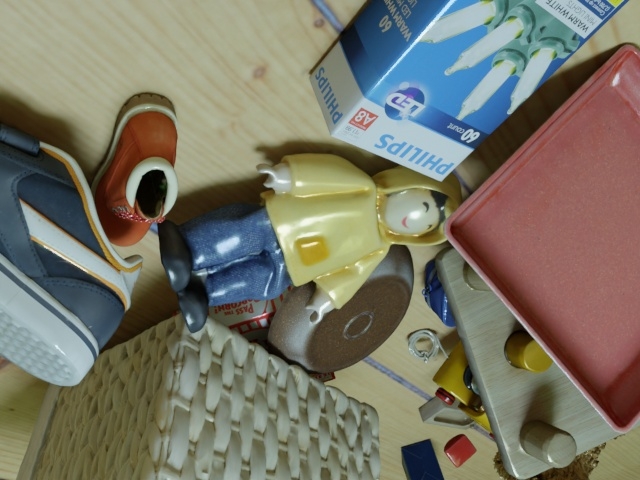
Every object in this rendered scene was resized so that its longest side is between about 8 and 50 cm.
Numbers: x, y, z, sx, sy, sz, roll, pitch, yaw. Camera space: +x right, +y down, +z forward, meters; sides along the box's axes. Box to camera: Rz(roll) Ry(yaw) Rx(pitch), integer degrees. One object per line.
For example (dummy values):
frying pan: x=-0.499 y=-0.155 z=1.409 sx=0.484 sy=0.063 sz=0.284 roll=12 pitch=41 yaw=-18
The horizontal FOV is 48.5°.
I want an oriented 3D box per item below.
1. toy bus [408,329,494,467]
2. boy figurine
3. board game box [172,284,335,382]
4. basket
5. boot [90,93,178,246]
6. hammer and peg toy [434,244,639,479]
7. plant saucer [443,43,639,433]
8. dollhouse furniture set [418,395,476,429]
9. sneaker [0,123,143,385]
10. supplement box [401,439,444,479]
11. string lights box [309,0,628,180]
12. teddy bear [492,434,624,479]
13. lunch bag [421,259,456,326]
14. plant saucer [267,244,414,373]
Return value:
toy bus: x=0.236 y=0.203 z=0.930 sx=0.202 sy=0.190 sz=0.104 roll=-9 pitch=-178 yaw=-11
boy figurine: x=0.000 y=0.000 z=0.670 sx=0.285 sy=0.092 sz=0.177 roll=-15 pitch=119 yaw=-8
board game box: x=-0.072 y=0.127 z=0.848 sx=0.147 sy=0.045 sz=0.193 roll=-18 pitch=142 yaw=0
basket: x=-0.121 y=0.298 z=0.748 sx=0.266 sy=0.331 sz=0.328 roll=-31 pitch=131 yaw=32
boot: x=-0.154 y=-0.034 z=0.591 sx=0.059 sy=0.084 sz=0.158 roll=2 pitch=139 yaw=-26
hammer and peg toy: x=0.324 y=0.077 z=0.765 sx=0.362 sy=0.265 sz=0.127 roll=-19 pitch=-177 yaw=-13
plant saucer: x=0.272 y=-0.002 z=0.664 sx=0.258 sy=0.259 sz=0.048 roll=-44 pitch=-173 yaw=-10
dollhouse furniture set: x=0.251 y=0.285 z=1.104 sx=0.144 sy=0.123 sz=0.151 roll=20 pitch=128 yaw=-38
sneaker: x=-0.271 y=-0.037 z=0.523 sx=0.126 sy=0.127 sz=0.321 roll=-15 pitch=126 yaw=43
supplement box: x=0.183 y=0.415 z=1.267 sx=0.056 sy=0.083 sz=0.083 roll=-15 pitch=143 yaw=-3
string lights box: x=0.124 y=-0.172 z=0.538 sx=0.133 sy=0.076 sz=0.259 roll=16 pitch=131 yaw=-37
teddy bear: x=0.361 y=0.304 z=1.078 sx=0.338 sy=0.113 sz=0.245 roll=-47 pitch=173 yaw=-29
lunch bag: x=0.168 y=0.057 z=0.840 sx=0.099 sy=0.065 sz=0.067 roll=-5 pitch=115 yaw=-14
plant saucer: x=0.035 y=0.085 z=0.798 sx=0.199 sy=0.036 sz=0.198 roll=-25 pitch=142 yaw=-22
